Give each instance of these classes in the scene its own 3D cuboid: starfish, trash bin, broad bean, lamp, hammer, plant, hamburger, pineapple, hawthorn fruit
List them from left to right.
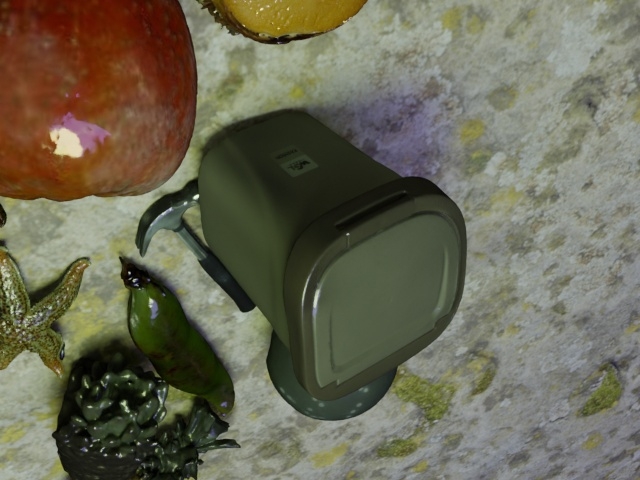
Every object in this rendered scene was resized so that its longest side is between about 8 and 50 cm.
[{"bbox_3d":[-0.362,0.089,1.035,0.176,0.053,0.208,4,121,-22],"label":"starfish"},{"bbox_3d":[-0.206,-0.147,0.760,0.235,0.231,0.263,9,130,-51],"label":"hawthorn fruit"},{"bbox_3d":[-0.267,0.223,1.140,0.129,0.132,0.194,15,137,-13],"label":"plant"},{"bbox_3d":[-0.240,0.328,1.286,0.248,0.128,0.128,-36,139,-5],"label":"pineapple"},{"bbox_3d":[-0.189,0.138,1.169,0.077,0.061,0.339,-44,142,-18],"label":"broad bean"},{"bbox_3d":[-0.143,0.029,1.123,0.103,0.029,0.246,-33,140,-1],"label":"hammer"},{"bbox_3d":[-0.039,-0.272,0.829,0.181,0.118,0.191,9,121,-34],"label":"hamburger"},{"bbox_3d":[0.000,0.000,0.994,0.219,0.250,0.219,-25,138,-27],"label":"trash bin"},{"bbox_3d":[0.042,0.096,1.200,0.182,0.182,0.314,8,115,-37],"label":"lamp"}]

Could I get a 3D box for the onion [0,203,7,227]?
[{"bbox_3d":[-0.361,-0.025,0.870,0.118,0.117,0.118,-2,147,-2],"label":"onion"}]
